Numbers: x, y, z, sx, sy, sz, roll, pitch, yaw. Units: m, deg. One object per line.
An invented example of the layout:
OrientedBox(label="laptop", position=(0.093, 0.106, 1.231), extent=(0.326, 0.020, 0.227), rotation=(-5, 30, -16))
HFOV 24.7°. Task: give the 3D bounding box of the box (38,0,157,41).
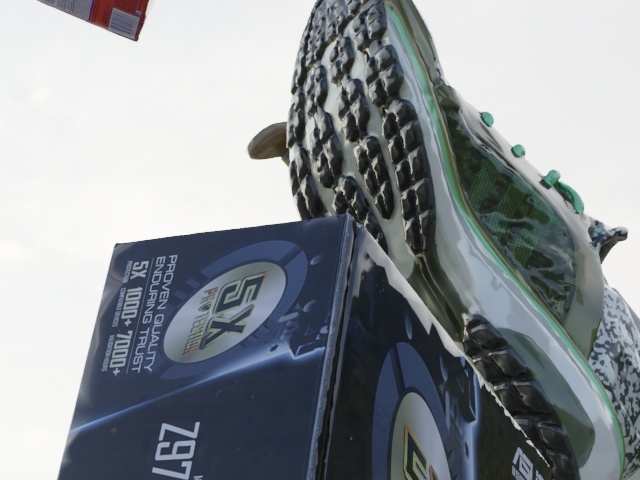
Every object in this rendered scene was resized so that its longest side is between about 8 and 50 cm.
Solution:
OrientedBox(label="box", position=(-0.185, -0.323, 1.352), extent=(0.128, 0.123, 0.257), rotation=(22, -35, -4))

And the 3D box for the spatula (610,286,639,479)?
OrientedBox(label="spatula", position=(0.343, 0.183, 1.581), extent=(0.019, 0.242, 0.168), rotation=(-25, -17, -49))

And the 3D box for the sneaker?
OrientedBox(label="sneaker", position=(0.114, -0.004, 0.978), extent=(0.182, 0.410, 0.158), rotation=(-14, -15, -37))

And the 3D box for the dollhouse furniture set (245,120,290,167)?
OrientedBox(label="dollhouse furniture set", position=(0.000, 0.000, 1.249), extent=(0.161, 0.212, 0.242), rotation=(-14, -29, -51))

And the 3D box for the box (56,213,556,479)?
OrientedBox(label="box", position=(0.003, 0.103, 0.424), extent=(0.077, 0.147, 0.180), rotation=(-7, -35, 25))
